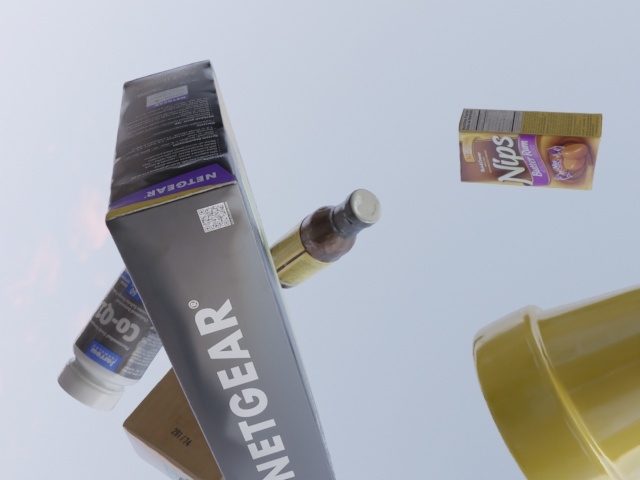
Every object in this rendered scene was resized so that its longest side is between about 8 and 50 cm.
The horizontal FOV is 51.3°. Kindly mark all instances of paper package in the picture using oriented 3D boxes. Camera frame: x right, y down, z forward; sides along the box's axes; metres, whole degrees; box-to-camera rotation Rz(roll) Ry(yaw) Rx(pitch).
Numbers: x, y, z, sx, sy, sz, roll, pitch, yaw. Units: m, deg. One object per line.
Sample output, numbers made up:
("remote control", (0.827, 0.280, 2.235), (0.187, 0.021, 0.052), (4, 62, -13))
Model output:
("paper package", (-0.260, 0.444, 1.620), (0.325, 0.168, 0.309), (21, -126, 30))

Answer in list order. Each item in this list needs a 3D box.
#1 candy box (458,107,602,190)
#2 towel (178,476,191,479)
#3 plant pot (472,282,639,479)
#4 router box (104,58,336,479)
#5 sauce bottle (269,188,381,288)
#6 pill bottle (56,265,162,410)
("candy box", (0.293, -0.128, 0.945), (0.186, 0.109, 0.053), (7, -125, 19))
("towel", (-0.200, 0.594, 1.161), (0.235, 0.121, 0.284), (24, -90, 0))
("plant pot", (0.348, 0.167, 0.789), (0.239, 0.254, 0.254), (-33, -123, 22))
("router box", (-0.074, 0.040, 0.541), (0.081, 0.309, 0.243), (-17, -146, -3))
("sauce bottle", (0.000, 0.000, 1.327), (0.344, 0.111, 0.111), (-33, -132, 53))
("pill bottle", (-0.202, 0.098, 0.680), (0.078, 0.078, 0.137), (30, -95, 33))
